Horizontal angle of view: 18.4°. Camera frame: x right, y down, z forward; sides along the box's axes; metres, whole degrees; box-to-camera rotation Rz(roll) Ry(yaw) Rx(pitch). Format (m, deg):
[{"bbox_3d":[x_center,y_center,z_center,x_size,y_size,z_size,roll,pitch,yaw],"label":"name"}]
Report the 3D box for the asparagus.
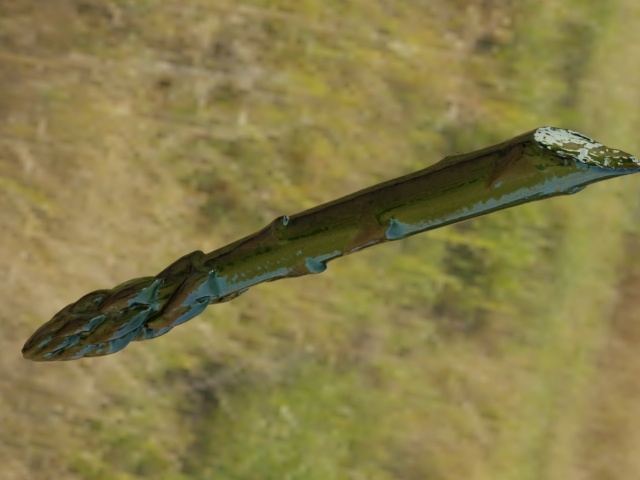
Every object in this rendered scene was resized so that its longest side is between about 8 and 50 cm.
[{"bbox_3d":[0.000,0.001,0.696,0.027,0.236,0.034,66,19,-15],"label":"asparagus"}]
